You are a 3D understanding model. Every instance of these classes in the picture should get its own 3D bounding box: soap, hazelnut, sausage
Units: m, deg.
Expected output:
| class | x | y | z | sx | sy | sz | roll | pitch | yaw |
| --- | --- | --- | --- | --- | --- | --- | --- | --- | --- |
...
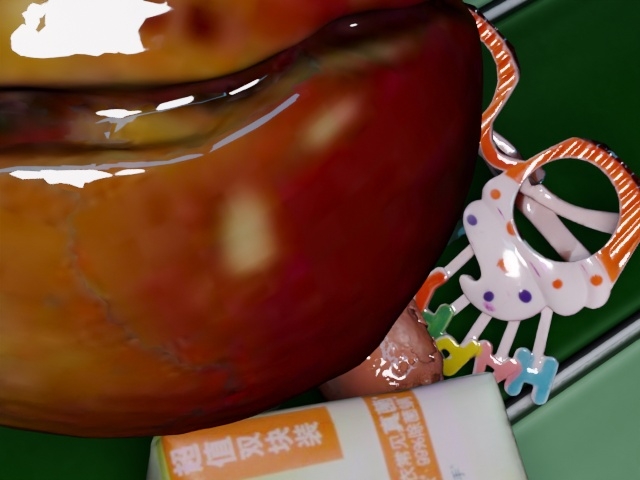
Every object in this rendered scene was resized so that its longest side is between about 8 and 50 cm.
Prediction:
| class | x | y | z | sx | sy | sz | roll | pitch | yaw |
| --- | --- | --- | --- | --- | --- | --- | --- | --- | --- |
| soap | 0.017 | 0.187 | 0.892 | 0.182 | 0.138 | 0.199 | -10 | 64 | -13 |
| hazelnut | -0.109 | -0.094 | 0.853 | 0.402 | 0.402 | 0.429 | -4 | 34 | -12 |
| sausage | 0.018 | 0.047 | 0.995 | 0.076 | 0.076 | 0.141 | -25 | 74 | -21 |

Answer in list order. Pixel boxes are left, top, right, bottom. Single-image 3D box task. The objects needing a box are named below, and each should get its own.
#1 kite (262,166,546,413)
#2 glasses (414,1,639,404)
| class | x | y | z | sx | sy | sz | roll | pitch | yaw |
| --- | --- | --- | --- | --- | --- | --- | --- | --- | --- |
| kite | 0.000 | 0.000 | 1.065 | 0.285 | 0.015 | 0.152 | -32 | 74 | -21 |
| glasses | 0.076 | -0.029 | 1.051 | 0.162 | 0.095 | 0.255 | -43 | 77 | 5 |
